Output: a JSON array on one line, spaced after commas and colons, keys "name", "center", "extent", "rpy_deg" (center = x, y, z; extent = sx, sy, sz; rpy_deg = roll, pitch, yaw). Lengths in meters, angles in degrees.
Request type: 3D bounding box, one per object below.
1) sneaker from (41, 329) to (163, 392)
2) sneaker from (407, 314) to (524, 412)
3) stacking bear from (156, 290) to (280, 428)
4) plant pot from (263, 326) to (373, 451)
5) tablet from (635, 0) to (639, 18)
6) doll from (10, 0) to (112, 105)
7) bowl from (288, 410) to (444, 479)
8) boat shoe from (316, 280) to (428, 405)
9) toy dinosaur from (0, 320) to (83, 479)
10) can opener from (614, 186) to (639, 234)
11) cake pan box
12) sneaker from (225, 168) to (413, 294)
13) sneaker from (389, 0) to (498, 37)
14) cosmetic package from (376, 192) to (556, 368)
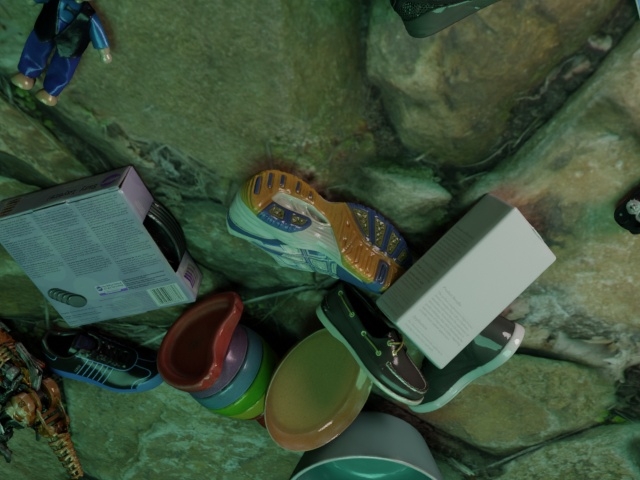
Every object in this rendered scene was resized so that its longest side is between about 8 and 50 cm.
[{"name": "sneaker", "center": [-0.397, 0.215, 1.369], "extent": [0.232, 0.081, 0.090], "rpy_deg": [6, 138, 5]}, {"name": "sneaker", "center": [0.191, 0.178, 1.243], "extent": [0.147, 0.104, 0.295], "rpy_deg": [37, 138, -1]}, {"name": "stacking bear", "center": [-0.126, 0.240, 1.305], "extent": [0.164, 0.175, 0.289], "rpy_deg": [-12, 138, 39]}, {"name": "plant pot", "center": [-0.004, 0.246, 1.279], "extent": [0.032, 0.236, 0.236], "rpy_deg": [28, 150, 47]}, {"name": "tablet", "center": [0.402, -0.288, 0.857], "extent": [0.083, 0.006, 0.054], "rpy_deg": [-17, 125, 21]}, {"name": "doll", "center": [-0.327, -0.264, 0.968], "extent": [0.129, 0.046, 0.189], "rpy_deg": [34, 122, -7]}, {"name": "bowl", "center": [0.092, 0.441, 1.425], "extent": [0.312, 0.163, 0.311], "rpy_deg": [4, 127, 5]}, {"name": "boat shoe", "center": [0.091, 0.163, 1.199], "extent": [0.228, 0.081, 0.068], "rpy_deg": [45, 120, 11]}, {"name": "toy dinosaur", "center": [-0.553, 0.301, 1.383], "extent": [0.164, 0.322, 0.218], "rpy_deg": [-2, 149, -46]}, {"name": "can opener", "center": [0.472, -0.077, 1.005], "extent": [0.059, 0.073, 0.186], "rpy_deg": [50, 127, 18]}, {"name": "cake pan box", "center": [-0.351, 0.017, 1.202], "extent": [0.267, 0.070, 0.245], "rpy_deg": [-13, 129, 20]}, {"name": "sneaker", "center": [0.000, 0.000, 1.124], "extent": [0.296, 0.111, 0.131], "rpy_deg": [31, 146, -15]}, {"name": "sneaker", "center": [0.164, -0.323, 0.812], "extent": [0.228, 0.087, 0.130], "rpy_deg": [-20, 131, 31]}, {"name": "cosmetic package", "center": [0.205, 0.057, 1.071], "extent": [0.231, 0.085, 0.117], "rpy_deg": [-44, 117, 0]}]
